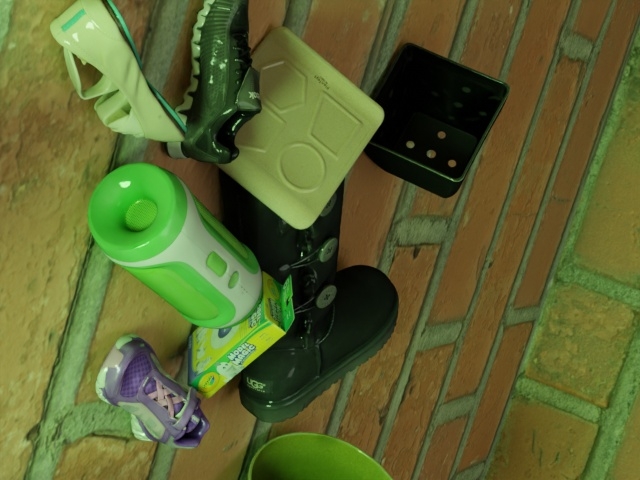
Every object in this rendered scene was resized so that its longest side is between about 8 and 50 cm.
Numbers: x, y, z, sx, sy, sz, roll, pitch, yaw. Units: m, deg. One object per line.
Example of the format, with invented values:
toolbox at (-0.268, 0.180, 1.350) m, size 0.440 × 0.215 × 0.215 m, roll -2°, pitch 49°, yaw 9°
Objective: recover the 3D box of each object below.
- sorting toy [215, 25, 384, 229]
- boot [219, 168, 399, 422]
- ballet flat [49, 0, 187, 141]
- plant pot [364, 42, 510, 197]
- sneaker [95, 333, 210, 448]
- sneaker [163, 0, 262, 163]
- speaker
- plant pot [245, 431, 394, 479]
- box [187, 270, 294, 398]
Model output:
sorting toy at (-0.041, -0.146, 1.648) m, size 0.208 × 0.193 × 0.038 m, roll -55°, pitch -169°, yaw -22°
boot at (-0.001, 0.001, 1.882) m, size 0.367 × 0.146 × 0.445 m, roll -46°, pitch 143°, yaw -43°
ballet flat at (-0.220, -0.168, 1.371) m, size 0.086 × 0.086 × 0.248 m, roll -59°, pitch 152°, yaw -20°
plant pot at (0.179, -0.174, 2.055) m, size 0.187 × 0.188 × 0.167 m, roll -61°, pitch 167°, yaw -17°
sneaker at (-0.208, 0.204, 1.646) m, size 0.095 × 0.104 × 0.236 m, roll -57°, pitch 152°, yaw -21°
sneaker at (-0.108, -0.196, 1.523) m, size 0.078 × 0.106 × 0.234 m, roll -4°, pitch 114°, yaw -64°
speaker at (-0.169, 0.014, 1.543) m, size 0.131 × 0.131 × 0.296 m, roll -63°, pitch 155°, yaw -12°
plant pot at (-0.036, 0.519, 2.101) m, size 0.275 × 0.275 × 0.293 m, roll -32°, pitch 153°, yaw -52°
box at (-0.105, 0.120, 1.695) m, size 0.179 × 0.105 × 0.043 m, roll -40°, pitch 120°, yaw 21°
